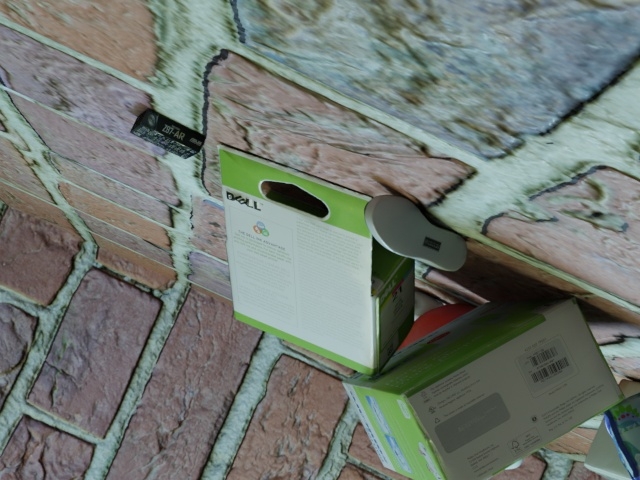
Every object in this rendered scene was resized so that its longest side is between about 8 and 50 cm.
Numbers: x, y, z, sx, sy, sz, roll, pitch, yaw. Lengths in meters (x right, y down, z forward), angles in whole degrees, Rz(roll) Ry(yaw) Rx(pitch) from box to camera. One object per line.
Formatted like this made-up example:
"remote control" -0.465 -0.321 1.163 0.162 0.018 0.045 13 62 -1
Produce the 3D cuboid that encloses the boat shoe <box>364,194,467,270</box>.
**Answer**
"boat shoe" 0.082 -0.006 1.295 0.040 0.049 0.142 17 172 46

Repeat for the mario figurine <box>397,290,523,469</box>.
"mario figurine" 0.185 0.181 1.803 0.198 0.170 0.320 21 173 37

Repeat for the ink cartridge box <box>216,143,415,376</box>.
"ink cartridge box" 0.000 0.000 1.470 0.188 0.097 0.255 21 138 23

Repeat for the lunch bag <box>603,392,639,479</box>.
"lunch bag" 0.367 0.195 1.432 0.151 0.129 0.096 49 -161 -66

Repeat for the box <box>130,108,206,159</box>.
"box" -0.158 -0.108 1.429 0.067 0.018 0.083 26 172 -12

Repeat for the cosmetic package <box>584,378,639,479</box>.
"cosmetic package" 0.468 0.263 1.636 0.153 0.129 0.296 29 172 -22

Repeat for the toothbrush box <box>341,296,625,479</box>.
"toothbrush box" 0.164 0.160 1.487 0.122 0.206 0.283 63 169 -1
